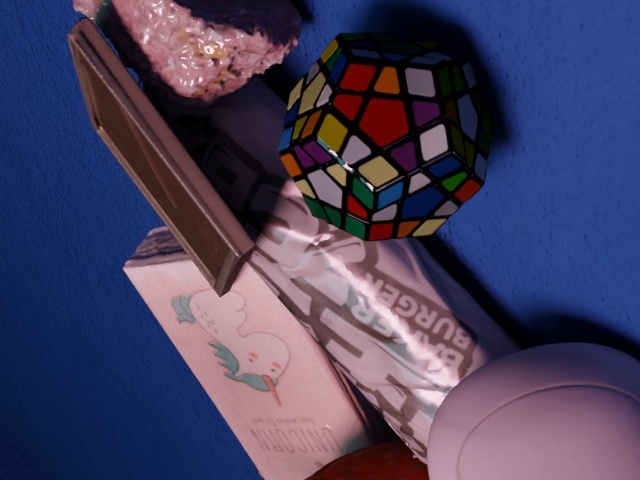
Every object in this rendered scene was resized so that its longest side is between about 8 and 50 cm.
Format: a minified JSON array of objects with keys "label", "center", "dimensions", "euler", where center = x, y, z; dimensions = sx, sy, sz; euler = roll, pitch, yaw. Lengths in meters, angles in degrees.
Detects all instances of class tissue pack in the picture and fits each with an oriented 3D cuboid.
[{"label":"tissue pack","center":[-0.037,0.124,1.091],"dimensions":[0.170,0.071,0.325],"euler":[-10,121,37]}]

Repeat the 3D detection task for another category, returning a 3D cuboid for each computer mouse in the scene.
[{"label":"computer mouse","center":[0.176,0.214,0.738],"dimensions":[0.121,0.184,0.297],"euler":[15,-116,-87]}]

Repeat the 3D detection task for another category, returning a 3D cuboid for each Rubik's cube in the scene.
[{"label":"Rubik's cube","center":[0.040,-0.064,0.699],"dimensions":[0.133,0.133,0.112],"euler":[95,153,-57]}]

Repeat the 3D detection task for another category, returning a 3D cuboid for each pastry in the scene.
[{"label":"pastry","center":[-0.131,-0.197,0.793],"dimensions":[0.265,0.102,0.112],"euler":[51,136,10]}]

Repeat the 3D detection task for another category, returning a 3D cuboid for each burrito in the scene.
[{"label":"burrito","center":[0.000,0.000,0.866],"dimensions":[0.445,0.101,0.139],"euler":[48,153,0]}]

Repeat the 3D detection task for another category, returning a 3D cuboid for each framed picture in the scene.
[{"label":"framed picture","center":[-0.121,-0.046,0.860],"dimensions":[0.189,0.023,0.260],"euler":[54,168,3]}]

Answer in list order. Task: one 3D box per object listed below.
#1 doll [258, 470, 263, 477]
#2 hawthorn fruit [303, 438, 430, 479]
[{"label":"doll","center":[-0.018,0.241,1.257],"dimensions":[0.179,0.102,0.089],"euler":[56,-163,-24]},{"label":"hawthorn fruit","center":[0.049,0.291,0.966],"dimensions":[0.307,0.276,0.276],"euler":[-1,137,11]}]
